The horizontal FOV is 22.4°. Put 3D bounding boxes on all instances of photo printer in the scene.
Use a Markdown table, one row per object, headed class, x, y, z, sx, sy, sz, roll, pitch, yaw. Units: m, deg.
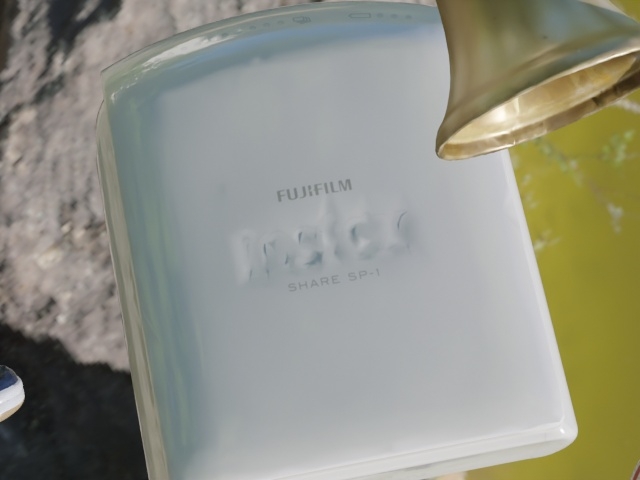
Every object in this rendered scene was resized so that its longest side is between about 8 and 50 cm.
| class | x | y | z | sx | sy | sz | roll | pitch | yaw |
| --- | --- | --- | --- | --- | --- | --- | --- | --- | --- |
| photo printer | 0.000 | 0.000 | 0.992 | 0.256 | 0.107 | 0.307 | -10 | 73 | -4 |

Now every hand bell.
| class | x | y | z | sx | sy | sz | roll | pitch | yaw |
| --- | --- | --- | --- | --- | --- | --- | --- | --- | --- |
| hand bell | 0.068 | -0.173 | 0.789 | 0.126 | 0.126 | 0.242 | -15 | 78 | -41 |

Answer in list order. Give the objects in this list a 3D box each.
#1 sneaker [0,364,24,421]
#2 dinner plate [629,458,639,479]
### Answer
| class | x | y | z | sx | sy | sz | roll | pitch | yaw |
| --- | --- | --- | --- | --- | --- | --- | --- | --- | --- |
| sneaker | -0.374 | 0.077 | 1.241 | 0.282 | 0.099 | 0.153 | -3 | 101 | -7 |
| dinner plate | 0.308 | 0.245 | 1.434 | 0.017 | 0.141 | 0.141 | 13 | 59 | -16 |
